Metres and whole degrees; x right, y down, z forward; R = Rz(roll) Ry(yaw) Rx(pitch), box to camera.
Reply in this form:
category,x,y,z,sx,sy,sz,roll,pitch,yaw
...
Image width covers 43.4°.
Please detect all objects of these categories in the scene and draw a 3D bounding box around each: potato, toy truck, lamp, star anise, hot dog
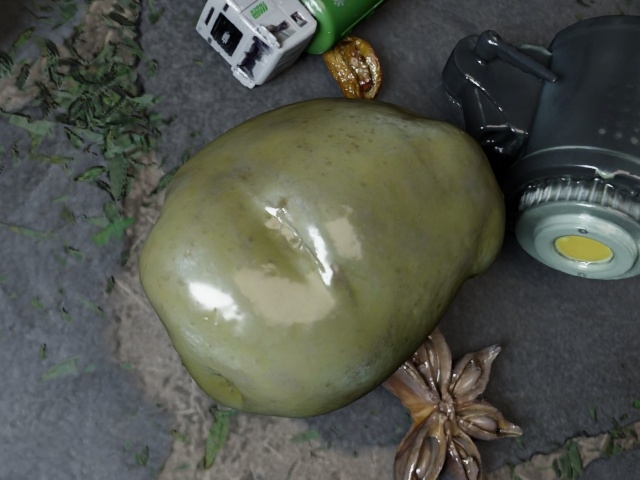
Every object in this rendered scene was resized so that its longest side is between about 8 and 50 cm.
category,x,y,z,sx,sy,sz,roll,pitch,yaw
potato,0.000,0.000,0.689,0.243,0.221,0.326,30,55,29
toy truck,-0.009,-0.264,0.840,0.125,0.101,0.242,48,62,-4
lamp,0.323,-0.091,0.880,0.374,0.205,0.272,4,67,-6
star anise,0.120,0.168,0.794,0.171,0.063,0.208,-6,74,-31
hot dog,0.035,-0.188,0.874,0.058,0.035,0.083,-26,86,-32
